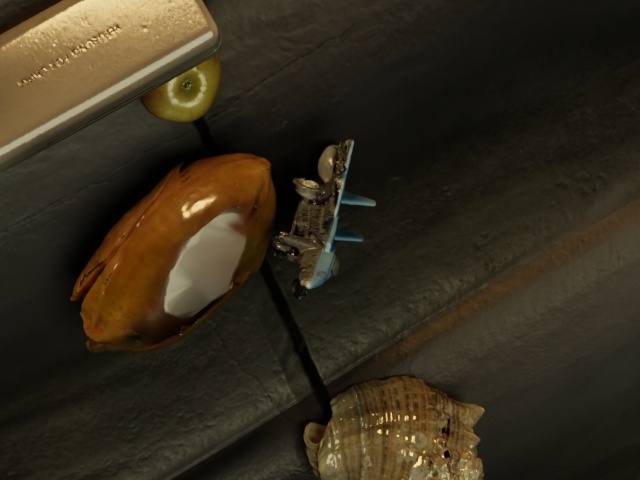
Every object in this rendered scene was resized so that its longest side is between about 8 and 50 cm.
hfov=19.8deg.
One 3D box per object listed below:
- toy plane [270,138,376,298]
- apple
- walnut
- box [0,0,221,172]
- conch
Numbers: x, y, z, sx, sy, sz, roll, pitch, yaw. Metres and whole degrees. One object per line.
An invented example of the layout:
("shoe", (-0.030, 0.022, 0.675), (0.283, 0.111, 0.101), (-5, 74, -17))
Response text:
("toy plane", (-0.007, -0.003, 1.706), (0.078, 0.246, 0.169), (21, 111, 5))
("apple", (-0.127, -0.148, 1.659), (0.084, 0.071, 0.084), (-12, 119, -23))
("walnut", (-0.132, 0.016, 1.708), (0.137, 0.137, 0.245), (36, 93, -36))
("box", (-0.212, -0.154, 1.590), (0.244, 0.055, 0.103), (-30, 83, -5))
("conch", (0.092, 0.240, 1.967), (0.245, 0.163, 0.178), (29, 67, -19))
